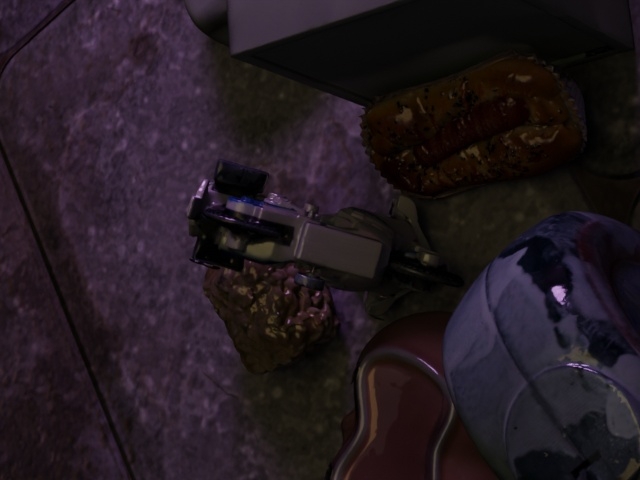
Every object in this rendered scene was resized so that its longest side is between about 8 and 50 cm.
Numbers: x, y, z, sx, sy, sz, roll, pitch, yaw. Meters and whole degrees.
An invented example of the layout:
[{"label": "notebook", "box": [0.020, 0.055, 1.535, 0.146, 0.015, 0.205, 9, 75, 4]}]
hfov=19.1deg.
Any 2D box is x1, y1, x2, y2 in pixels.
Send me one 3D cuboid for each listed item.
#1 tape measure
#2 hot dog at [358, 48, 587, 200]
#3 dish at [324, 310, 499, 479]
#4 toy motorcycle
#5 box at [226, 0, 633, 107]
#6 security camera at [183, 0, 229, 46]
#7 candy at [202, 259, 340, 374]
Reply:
[{"label": "tape measure", "box": [0.205, 0.114, 1.277, 0.147, 0.256, 0.275, -46, 36, 24]}, {"label": "hot dog", "box": [0.120, -0.086, 1.485, 0.191, 0.059, 0.108, -15, 115, 37]}, {"label": "dish", "box": [0.075, 0.155, 1.470, 0.213, 0.090, 0.213, -7, 78, 34]}, {"label": "toy motorcycle", "box": [0.000, 0.000, 1.504, 0.150, 0.221, 0.102, -136, 62, -80]}, {"label": "box", "box": [0.081, -0.197, 1.446, 0.225, 0.225, 0.117, -14, 73, 33]}, {"label": "security camera", "box": [-0.075, -0.307, 1.675, 0.157, 0.080, 0.301, -38, 52, 27]}, {"label": "candy", "box": [-0.039, 0.053, 1.584, 0.095, 0.085, 0.110, -27, 78, 38]}]
